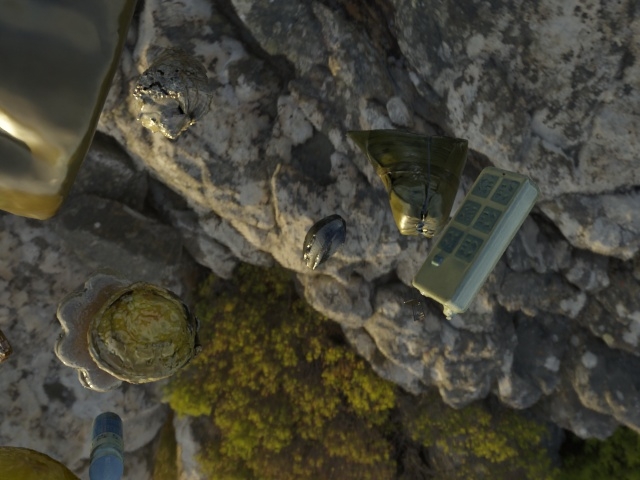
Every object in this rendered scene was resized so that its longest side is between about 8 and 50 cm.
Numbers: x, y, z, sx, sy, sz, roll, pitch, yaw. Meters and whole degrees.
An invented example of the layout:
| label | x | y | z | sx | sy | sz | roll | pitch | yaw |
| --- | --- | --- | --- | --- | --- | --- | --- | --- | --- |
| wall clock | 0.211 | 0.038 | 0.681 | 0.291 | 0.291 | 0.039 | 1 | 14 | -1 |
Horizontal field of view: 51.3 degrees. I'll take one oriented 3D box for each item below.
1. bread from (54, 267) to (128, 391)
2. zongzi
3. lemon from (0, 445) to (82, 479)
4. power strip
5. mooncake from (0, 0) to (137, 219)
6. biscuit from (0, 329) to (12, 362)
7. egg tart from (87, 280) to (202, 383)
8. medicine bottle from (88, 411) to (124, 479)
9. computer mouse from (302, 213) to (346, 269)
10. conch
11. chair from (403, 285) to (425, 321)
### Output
| label | x | y | z | sx | sy | sz | roll | pitch | yaw |
| --- | --- | --- | --- | --- | --- | --- | --- | --- | --- |
| bread | -0.619 | 0.241 | 1.809 | 0.183 | 0.102 | 0.337 | 3 | 88 | -32 |
| zongzi | 0.148 | -0.129 | 1.380 | 0.274 | 0.251 | 0.125 | 14 | 141 | 14 |
| lemon | -0.423 | 0.440 | 0.869 | 0.336 | 0.336 | 0.336 | 2 | 116 | 3 |
| power strip | 0.253 | -0.003 | 1.100 | 0.046 | 0.118 | 0.270 | 32 | 90 | -32 |
| mooncake | -0.327 | -0.217 | 0.706 | 0.200 | 0.378 | 0.378 | 19 | 117 | -25 |
| biscuit | -0.569 | 0.107 | 1.097 | 0.138 | 0.031 | 0.205 | -27 | 89 | 57 |
| egg tart | -0.422 | 0.218 | 1.645 | 0.290 | 0.291 | 0.107 | 21 | 138 | -6 |
| medicine bottle | -0.326 | 0.314 | 1.019 | 0.051 | 0.191 | 0.051 | -1 | 94 | -17 |
| computer mouse | 0.000 | 0.000 | 1.374 | 0.047 | 0.079 | 0.135 | 14 | 125 | -42 |
| conch | -0.348 | -0.357 | 1.558 | 0.178 | 0.245 | 0.163 | -8 | 162 | -18 |
| chair | 0.239 | 0.164 | 1.716 | 0.037 | 0.086 | 0.042 | -27 | 152 | 34 |
